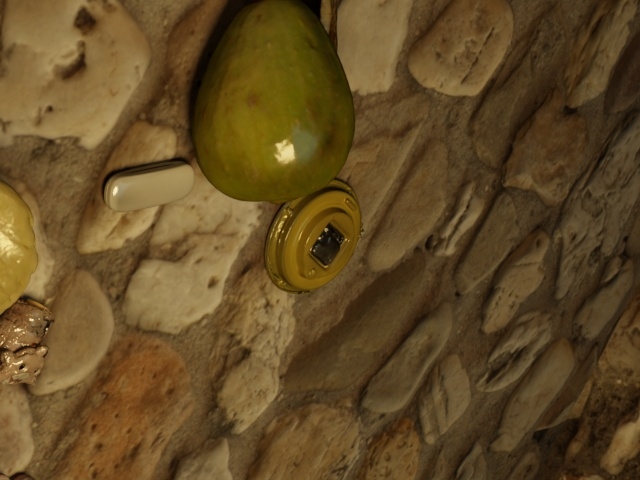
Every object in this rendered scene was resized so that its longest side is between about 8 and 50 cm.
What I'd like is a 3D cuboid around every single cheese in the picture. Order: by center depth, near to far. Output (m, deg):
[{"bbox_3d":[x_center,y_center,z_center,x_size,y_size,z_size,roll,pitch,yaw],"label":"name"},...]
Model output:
[{"bbox_3d":[-0.501,0.006,1.716,0.214,0.117,0.226,-46,134,-25],"label":"cheese"}]

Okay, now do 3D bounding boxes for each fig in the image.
[{"bbox_3d":[-0.071,-0.220,1.923,0.258,0.258,0.326,-8,105,-43],"label":"fig"}]

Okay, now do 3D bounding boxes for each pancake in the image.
[{"bbox_3d":[0.012,-0.347,2.041,0.151,0.025,0.151,1,90,-85],"label":"pancake"}]

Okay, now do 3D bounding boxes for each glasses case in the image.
[{"bbox_3d":[-0.270,-0.086,1.950,0.164,0.041,0.063,-16,121,-39],"label":"glasses case"}]

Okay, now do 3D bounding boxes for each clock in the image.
[{"bbox_3d":[0.000,0.000,2.269,0.237,0.057,0.237,-25,129,-36],"label":"clock"}]

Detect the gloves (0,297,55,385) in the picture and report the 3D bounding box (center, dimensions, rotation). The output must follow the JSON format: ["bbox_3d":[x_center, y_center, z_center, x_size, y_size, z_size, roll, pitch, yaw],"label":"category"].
[{"bbox_3d":[-0.461,0.159,1.865,0.110,0.094,0.144,9,98,-60],"label":"gloves"}]

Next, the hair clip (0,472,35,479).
[{"bbox_3d":[-0.539,0.492,1.995,0.146,0.075,0.256,8,100,-50],"label":"hair clip"}]
